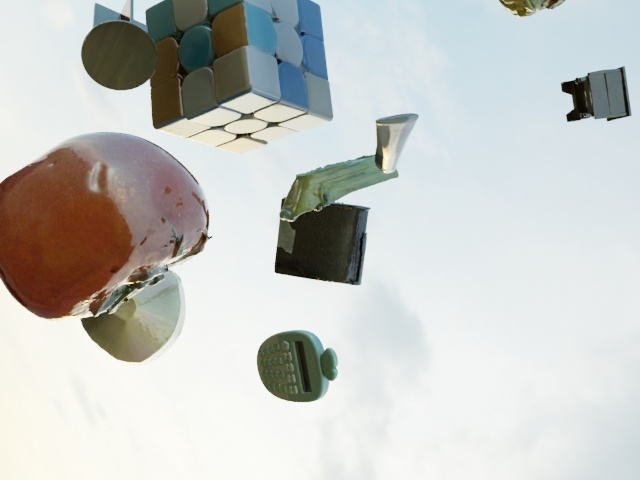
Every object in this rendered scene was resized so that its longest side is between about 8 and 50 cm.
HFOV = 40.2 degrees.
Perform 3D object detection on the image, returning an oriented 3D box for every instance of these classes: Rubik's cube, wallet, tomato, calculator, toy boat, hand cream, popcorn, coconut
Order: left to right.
[{"bbox_3d":[-0.353,-0.034,1.371,0.272,0.341,0.341,56,-28,3],"label":"tomato"},{"bbox_3d":[-0.436,0.162,2.049,0.259,0.259,0.259,41,-38,41],"label":"coconut"},{"bbox_3d":[-0.210,-0.453,2.262,0.344,0.347,0.346,-14,-103,35],"label":"Rubik's cube"},{"bbox_3d":[-0.030,0.163,1.136,0.153,0.021,0.095,-12,-92,43],"label":"calculator"},{"bbox_3d":[0.000,0.000,2.384,0.262,0.071,0.220,8,-84,23],"label":"wallet"},{"bbox_3d":[0.033,-0.126,1.885,0.111,0.276,0.084,1,-68,65],"label":"toy boat"},{"bbox_3d":[0.139,-0.191,1.698,0.255,0.080,0.048,90,-12,-75],"label":"hand cream"},{"bbox_3d":[0.325,-0.385,1.341,0.089,0.109,0.097,47,-61,24],"label":"popcorn"}]

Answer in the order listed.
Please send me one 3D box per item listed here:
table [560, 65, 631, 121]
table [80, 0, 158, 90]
[{"bbox_3d":[0.458,-0.239,1.460,0.070,0.082,0.083,-178,-101,-78],"label":"table"},{"bbox_3d":[-0.457,-0.470,2.002,0.226,0.167,0.167,-105,-167,-51],"label":"table"}]
